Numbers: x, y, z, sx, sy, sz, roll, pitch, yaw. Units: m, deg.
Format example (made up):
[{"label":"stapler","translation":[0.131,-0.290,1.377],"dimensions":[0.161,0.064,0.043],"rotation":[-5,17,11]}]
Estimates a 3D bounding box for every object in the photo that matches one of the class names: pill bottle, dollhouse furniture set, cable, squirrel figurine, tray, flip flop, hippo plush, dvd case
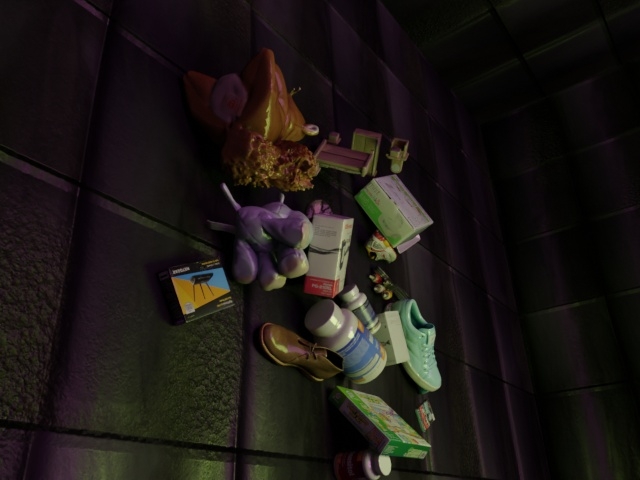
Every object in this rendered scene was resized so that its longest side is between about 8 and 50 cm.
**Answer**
[{"label":"pill bottle","translation":[0.073,0.304,1.744],"dimensions":[0.272,0.152,0.152],"rotation":[50,36,-30]},{"label":"dollhouse furniture set","translation":[0.138,-0.250,2.100],"dimensions":[0.356,0.303,0.174],"rotation":[-60,161,-50]},{"label":"cable","translation":[0.265,0.185,2.228],"dimensions":[0.139,0.072,0.287],"rotation":[58,11,28]},{"label":"squirrel figurine","translation":[-0.159,-0.314,1.676],"dimensions":[0.370,0.281,0.397],"rotation":[12,63,-67]},{"label":"tray","translation":[0.357,-0.037,2.495],"dimensions":[0.270,0.030,0.145],"rotation":[-26,96,-59]},{"label":"flip flop","translation":[0.000,0.000,1.876],"dimensions":[0.112,0.080,0.277],"rotation":[-25,111,-25]},{"label":"hippo plush","translation":[-0.147,-0.005,1.589],"dimensions":[0.294,0.234,0.236],"rotation":[25,14,6]},{"label":"pill bottle","translation":[0.126,0.234,1.921],"dimensions":[0.169,0.094,0.094],"rotation":[61,32,-14]},{"label":"dvd case","translation":[0.399,0.664,2.175],"dimensions":[0.119,0.013,0.087],"rotation":[-14,84,-57]},{"label":"pill bottle","translation":[0.119,0.639,1.624],"dimensions":[0.086,0.152,0.086],"rotation":[34,46,-44]}]

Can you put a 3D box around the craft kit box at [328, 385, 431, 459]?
[{"label":"craft kit box","translation":[0.178,0.548,1.718],"dimensions":[0.250,0.246,0.061],"rotation":[29,93,-47]}]

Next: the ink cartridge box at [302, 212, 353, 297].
[{"label":"ink cartridge box","translation":[0.026,0.039,1.742],"dimensions":[0.172,0.100,0.237],"rotation":[-17,115,-78]}]

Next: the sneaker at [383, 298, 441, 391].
[{"label":"sneaker","translation":[0.371,0.386,2.122],"dimensions":[0.135,0.150,0.366],"rotation":[-27,88,-49]}]

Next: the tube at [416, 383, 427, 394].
[{"label":"tube","translation":[0.373,0.486,2.209],"dimensions":[0.080,0.052,0.207],"rotation":[6,63,-61]}]

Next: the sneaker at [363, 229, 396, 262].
[{"label":"sneaker","translation":[0.225,0.035,2.213],"dimensions":[0.088,0.092,0.225],"rotation":[52,4,33]}]

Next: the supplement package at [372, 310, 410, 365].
[{"label":"supplement package","translation":[0.228,0.347,2.004],"dimensions":[0.105,0.105,0.179],"rotation":[6,67,-56]}]

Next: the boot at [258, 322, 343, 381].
[{"label":"boot","translation":[-0.048,0.304,1.597],"dimensions":[0.305,0.115,0.112],"rotation":[38,45,-39]}]

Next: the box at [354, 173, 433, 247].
[{"label":"box","translation":[0.298,-0.124,2.289],"dimensions":[0.262,0.127,0.231],"rotation":[53,30,9]}]

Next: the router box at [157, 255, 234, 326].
[{"label":"router box","translation":[-0.297,0.118,1.380],"dimensions":[0.179,0.046,0.133],"rotation":[-16,87,-59]}]
